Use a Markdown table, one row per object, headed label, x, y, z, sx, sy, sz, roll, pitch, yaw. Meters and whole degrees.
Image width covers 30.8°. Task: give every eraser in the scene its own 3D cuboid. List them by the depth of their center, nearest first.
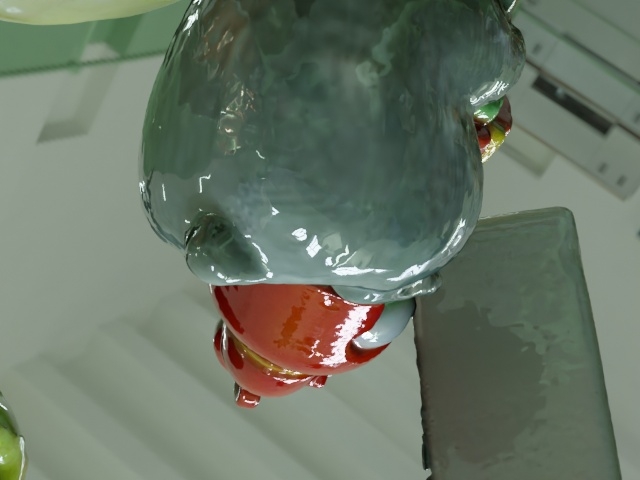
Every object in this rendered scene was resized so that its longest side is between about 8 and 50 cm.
| label | x | y | z | sx | sy | sz | roll | pitch | yaw |
| --- | --- | --- | --- | --- | --- | --- | --- | --- | --- |
| eraser | 0.165 | 0.128 | 0.980 | 0.150 | 0.331 | 0.331 | -11 | -154 | 10 |

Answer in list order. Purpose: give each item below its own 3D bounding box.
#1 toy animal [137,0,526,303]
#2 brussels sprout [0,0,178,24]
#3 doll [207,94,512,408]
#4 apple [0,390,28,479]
| label | x | y | z | sx | sy | sz | roll | pitch | yaw |
| --- | --- | --- | --- | --- | --- | --- | --- | --- | --- |
| toy animal | 0.021 | -0.092 | 0.350 | 0.108 | 0.236 | 0.138 | 21 | -166 | 14 |
| brussels sprout | -0.147 | -0.277 | 0.813 | 0.259 | 0.227 | 0.294 | 3 | -146 | 48 |
| doll | 0.001 | 0.000 | 0.835 | 0.160 | 0.363 | 0.182 | 14 | -141 | -14 |
| apple | -0.363 | 0.172 | 0.993 | 0.226 | 0.246 | 0.246 | 5 | -171 | 36 |
